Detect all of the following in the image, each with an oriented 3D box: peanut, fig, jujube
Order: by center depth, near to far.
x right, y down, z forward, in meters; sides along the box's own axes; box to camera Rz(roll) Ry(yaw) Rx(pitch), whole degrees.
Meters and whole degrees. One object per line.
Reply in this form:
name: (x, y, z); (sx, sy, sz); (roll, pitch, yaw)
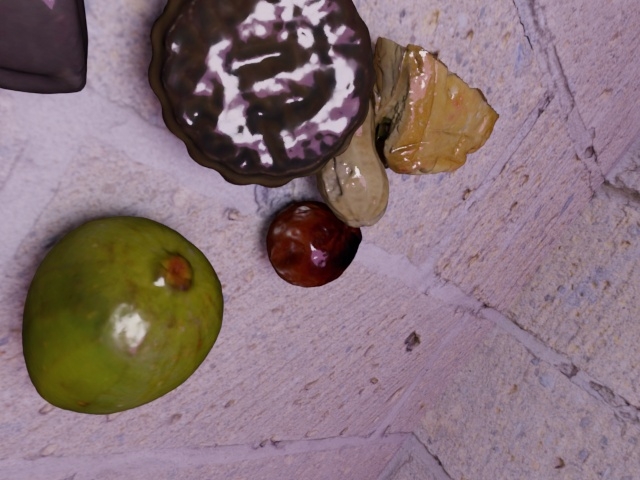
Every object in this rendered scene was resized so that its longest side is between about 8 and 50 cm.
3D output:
fig: (-0.296, 0.126, 0.648); (0.258, 0.258, 0.326); (13, 129, -45)
peanut: (0.042, -0.159, 0.764); (0.130, 0.130, 0.290); (-21, 104, -28)
jujube: (0.000, 0.000, 0.871); (0.236, 0.168, 0.168); (-18, 132, -53)

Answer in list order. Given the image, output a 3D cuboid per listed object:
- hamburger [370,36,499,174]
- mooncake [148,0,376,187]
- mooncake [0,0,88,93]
hamburger: (0.181, -0.228, 0.844); (0.330, 0.162, 0.209); (10, 115, -48)
mooncake: (-0.073, -0.211, 0.576); (0.291, 0.161, 0.290); (-5, 114, -12)
mooncake: (-0.280, -0.255, 0.384); (0.133, 0.245, 0.244); (-4, 122, -29)
